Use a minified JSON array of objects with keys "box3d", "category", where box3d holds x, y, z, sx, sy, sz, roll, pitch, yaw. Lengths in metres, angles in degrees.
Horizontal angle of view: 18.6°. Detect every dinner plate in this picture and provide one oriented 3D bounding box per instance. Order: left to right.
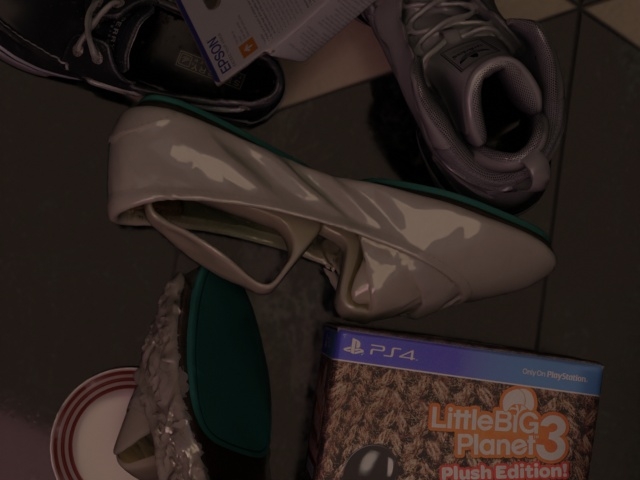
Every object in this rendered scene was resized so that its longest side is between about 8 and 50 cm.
[{"box3d":[-0.169,0.183,1.733,0.141,0.017,0.141,0,90,-4],"category":"dinner plate"}]

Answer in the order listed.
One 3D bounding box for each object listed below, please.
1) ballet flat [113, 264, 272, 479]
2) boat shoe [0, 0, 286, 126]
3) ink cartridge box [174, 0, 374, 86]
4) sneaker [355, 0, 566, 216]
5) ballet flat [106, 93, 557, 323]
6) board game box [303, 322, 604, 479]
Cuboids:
[{"box3d":[-0.109,0.207,1.626,0.147,0.147,0.408,-8,59,-4],"category":"ballet flat"},{"box3d":[-0.173,-0.175,1.697,0.301,0.102,0.108,22,88,-3],"category":"boat shoe"},{"box3d":[-0.027,-0.259,1.661,0.224,0.045,0.223,-37,50,15],"category":"ink cartridge box"},{"box3d":[0.108,-0.191,1.661,0.137,0.210,0.365,-24,90,-4],"category":"sneaker"},{"box3d":[0.000,0.000,1.678,0.400,0.139,0.139,19,88,-3],"category":"ballet flat"},{"box3d":[0.102,0.230,1.688,0.232,0.141,0.291,8,89,-4],"category":"board game box"}]
